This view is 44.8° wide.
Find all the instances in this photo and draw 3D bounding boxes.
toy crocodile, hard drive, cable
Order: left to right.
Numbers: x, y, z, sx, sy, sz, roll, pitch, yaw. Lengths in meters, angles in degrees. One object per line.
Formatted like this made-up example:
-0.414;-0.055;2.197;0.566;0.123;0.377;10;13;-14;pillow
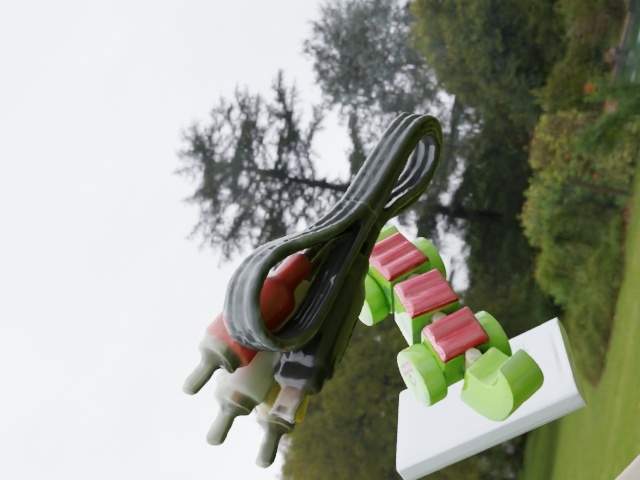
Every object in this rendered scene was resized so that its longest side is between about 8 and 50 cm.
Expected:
0.000;0.000;0.515;0.287;0.072;0.139;-65;-35;-30;cable
0.115;0.072;0.881;0.115;0.341;0.105;-24;-43;-14;toy crocodile
0.265;0.255;1.258;0.040;0.307;0.203;52;-158;-18;hard drive

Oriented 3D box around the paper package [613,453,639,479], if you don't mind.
0.341;0.405;0.717;0.325;0.309;0.168;-42;-44;-6;paper package
